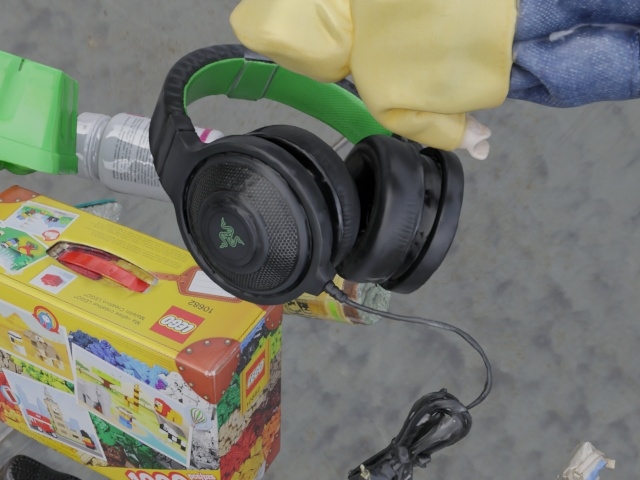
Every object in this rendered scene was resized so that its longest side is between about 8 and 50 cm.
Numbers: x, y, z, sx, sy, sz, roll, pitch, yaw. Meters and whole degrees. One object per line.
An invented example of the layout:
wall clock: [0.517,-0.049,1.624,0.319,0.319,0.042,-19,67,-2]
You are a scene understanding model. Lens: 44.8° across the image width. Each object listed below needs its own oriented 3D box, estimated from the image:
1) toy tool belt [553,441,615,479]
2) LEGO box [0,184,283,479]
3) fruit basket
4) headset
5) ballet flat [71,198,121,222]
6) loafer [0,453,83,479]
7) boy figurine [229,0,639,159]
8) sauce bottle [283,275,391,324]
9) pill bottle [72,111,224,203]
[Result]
toy tool belt: [0.342,0.307,1.009,0.051,0.052,0.083,35,83,13]
LEGO box: [-0.314,0.178,1.199,0.500,0.373,0.193,19,41,20]
fruit basket: [-0.601,-0.144,1.270,0.392,0.283,0.392,-1,95,-8]
headset: [0.000,0.000,0.633,0.243,0.185,0.394,-2,48,-35]
ballet flat: [-0.595,0.017,1.605,0.408,0.147,0.147,-16,88,-38]
loafer: [-0.474,0.439,1.339,0.078,0.080,0.220,-24,127,21]
boy figurine: [0.083,-0.133,0.506,0.285,0.177,0.092,4,39,19]
sauce bottle: [-0.037,0.083,1.408,0.111,0.344,0.111,-5,96,-49]
pill bottle: [-0.342,-0.164,1.543,0.283,0.160,0.160,11,83,4]
